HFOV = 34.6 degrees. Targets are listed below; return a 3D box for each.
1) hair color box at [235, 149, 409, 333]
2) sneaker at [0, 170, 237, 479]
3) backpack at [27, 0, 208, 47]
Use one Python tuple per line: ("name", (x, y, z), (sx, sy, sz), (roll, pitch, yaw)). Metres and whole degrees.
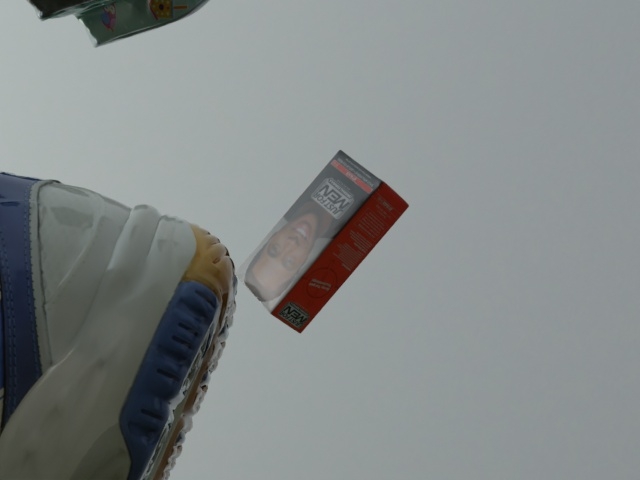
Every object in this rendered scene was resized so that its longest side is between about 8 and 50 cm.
("hair color box", (0.000, 0.000, 0.861), (0.043, 0.141, 0.072), (38, 2, -42))
("sneaker", (-0.138, 0.112, 0.345), (0.131, 0.296, 0.112), (22, -25, 3))
("backpack", (-0.123, -0.237, 0.747), (0.166, 0.188, 0.144), (-4, -45, 51))
